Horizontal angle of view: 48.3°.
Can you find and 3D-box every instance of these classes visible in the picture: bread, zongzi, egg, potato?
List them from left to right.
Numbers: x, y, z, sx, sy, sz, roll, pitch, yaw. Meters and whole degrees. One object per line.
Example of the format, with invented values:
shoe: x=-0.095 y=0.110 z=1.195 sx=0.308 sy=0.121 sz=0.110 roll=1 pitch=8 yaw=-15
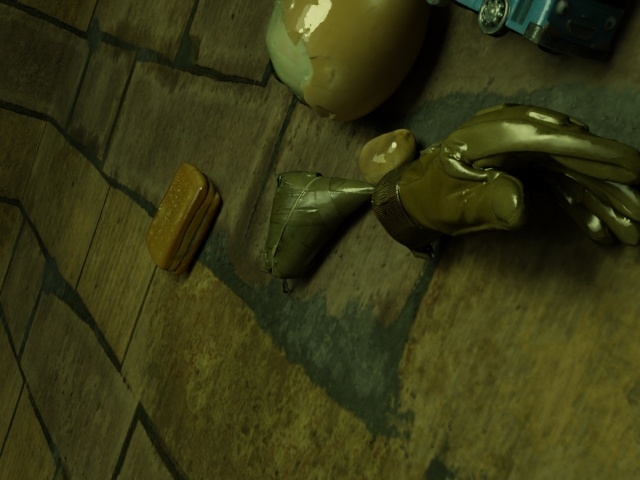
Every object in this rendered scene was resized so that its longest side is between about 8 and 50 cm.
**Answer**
bread: x=-0.260 y=-0.041 z=1.357 sx=0.200 sy=0.077 sz=0.116 roll=-61 pitch=36 yaw=15
zongzi: x=0.000 y=0.000 z=1.001 sx=0.178 sy=0.081 sz=0.189 roll=14 pitch=96 yaw=41
egg: x=0.039 y=-0.277 z=0.936 sx=0.244 sy=0.201 sz=0.201 roll=-44 pitch=44 yaw=18
potato: x=0.088 y=-0.108 z=0.920 sx=0.068 sy=0.062 sz=0.083 roll=55 pitch=142 yaw=11

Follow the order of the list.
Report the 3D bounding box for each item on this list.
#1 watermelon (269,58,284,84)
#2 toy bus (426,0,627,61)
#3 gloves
watermelon: x=-0.041 y=-0.288 z=1.153 sx=0.110 sy=0.078 sz=0.078 roll=13 pitch=88 yaw=55
toy bus: x=0.213 y=-0.285 z=0.755 sx=0.234 sy=0.116 sz=0.134 roll=52 pitch=128 yaw=48
gloves: x=0.179 y=-0.060 z=0.703 sx=0.331 sy=0.154 sz=0.141 roll=-10 pitch=71 yaw=60
